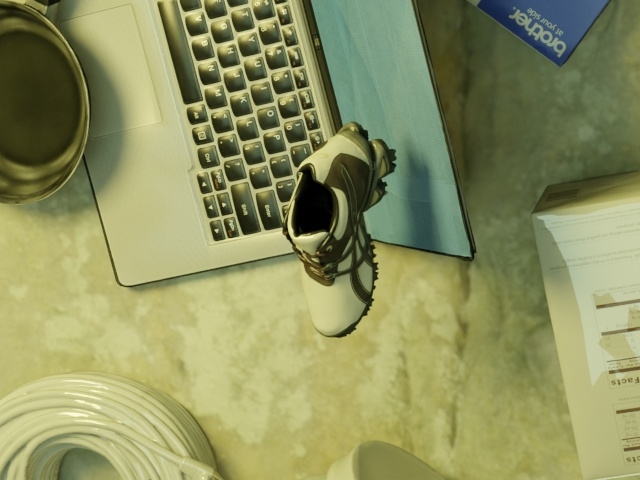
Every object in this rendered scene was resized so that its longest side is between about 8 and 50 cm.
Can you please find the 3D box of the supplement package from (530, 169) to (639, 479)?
[{"bbox_3d":[0.279,0.070,1.657,0.133,0.139,0.244,-10,100,15],"label":"supplement package"}]

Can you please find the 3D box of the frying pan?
[{"bbox_3d":[-0.295,-0.196,1.778,0.197,0.053,0.326,6,104,28],"label":"frying pan"}]

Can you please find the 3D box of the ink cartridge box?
[{"bbox_3d":[0.159,-0.254,1.662,0.207,0.046,0.097,37,110,4],"label":"ink cartridge box"}]

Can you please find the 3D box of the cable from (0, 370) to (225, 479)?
[{"bbox_3d":[-0.227,0.250,1.862,0.257,0.089,0.257,42,110,3],"label":"cable"}]

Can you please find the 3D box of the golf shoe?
[{"bbox_3d":[0.000,0.000,1.556,0.077,0.094,0.198,26,125,33],"label":"golf shoe"}]

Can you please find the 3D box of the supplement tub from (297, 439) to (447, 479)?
[{"bbox_3d":[-0.004,0.369,1.749,0.241,0.241,0.331,44,110,2],"label":"supplement tub"}]

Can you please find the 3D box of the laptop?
[{"bbox_3d":[-0.080,-0.151,1.650,0.407,0.236,0.382,-12,99,17],"label":"laptop"}]
